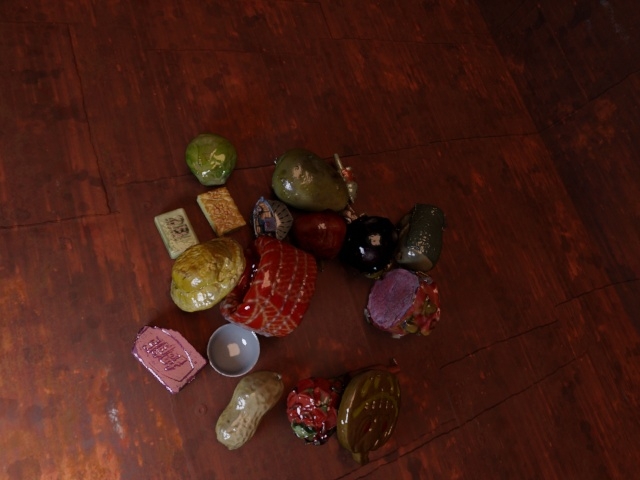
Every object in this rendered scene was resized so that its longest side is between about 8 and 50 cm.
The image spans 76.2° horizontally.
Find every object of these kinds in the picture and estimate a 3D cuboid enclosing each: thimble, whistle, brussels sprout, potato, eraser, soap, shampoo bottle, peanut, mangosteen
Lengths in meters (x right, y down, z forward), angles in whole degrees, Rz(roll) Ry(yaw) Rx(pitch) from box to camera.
[{"bbox_3d":[-0.190,0.167,1.494,0.231,0.350,0.350,29,62,-25],"label":"thimble"},{"bbox_3d":[0.115,-0.289,1.921,0.106,0.102,0.253,-19,84,-19],"label":"whistle"},{"bbox_3d":[-0.447,-0.339,1.668,0.223,0.161,0.223,12,60,-21],"label":"brussels sprout"},{"bbox_3d":[-0.039,-0.251,1.782,0.359,0.219,0.269,21,58,-26],"label":"potato"},{"bbox_3d":[-0.549,-0.029,1.571,0.117,0.058,0.172,-23,82,-28],"label":"eraser"},{"bbox_3d":[-0.532,0.393,1.407,0.250,0.099,0.162,45,68,-2],"label":"soap"},{"bbox_3d":[0.221,0.552,1.673,0.244,0.085,0.085,-8,75,-27],"label":"shampoo bottle"},{"bbox_3d":[-0.254,0.572,1.428,0.291,0.143,0.159,-50,118,-29],"label":"peanut"},{"bbox_3d":[0.206,0.035,1.736,0.233,0.287,0.287,6,69,-13],"label":"mangosteen"}]

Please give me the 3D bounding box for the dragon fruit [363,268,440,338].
[{"bbox_3d":[0.393,0.289,1.737,0.263,0.314,0.296,31,70,-28],"label":"dragon fruit"}]

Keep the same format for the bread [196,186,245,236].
[{"bbox_3d":[-0.402,-0.116,1.658,0.126,0.068,0.188,-27,83,-29],"label":"bread"}]

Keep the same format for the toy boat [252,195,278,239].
[{"bbox_3d":[-0.221,-0.067,1.629,0.100,0.097,0.223,-6,80,-26],"label":"toy boat"}]

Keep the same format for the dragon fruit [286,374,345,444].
[{"bbox_3d":[0.002,0.606,1.500,0.293,0.234,0.233,-17,78,-48],"label":"dragon fruit"}]

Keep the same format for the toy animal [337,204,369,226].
[{"bbox_3d":[0.125,-0.094,1.868,0.179,0.089,0.188,-29,95,-16],"label":"toy animal"}]

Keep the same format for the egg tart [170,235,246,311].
[{"bbox_3d":[-0.421,0.098,1.449,0.128,0.319,0.318,55,50,-46],"label":"egg tart"}]

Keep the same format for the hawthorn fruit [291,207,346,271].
[{"bbox_3d":[0.000,0.000,1.721,0.230,0.210,0.265,-11,109,-9],"label":"hawthorn fruit"}]

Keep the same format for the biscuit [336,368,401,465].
[{"bbox_3d":[0.195,0.654,1.514,0.394,0.070,0.350,19,79,-51],"label":"biscuit"}]

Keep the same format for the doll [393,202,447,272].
[{"bbox_3d":[0.453,-0.016,1.901,0.247,0.247,0.349,31,66,-10],"label":"doll"}]

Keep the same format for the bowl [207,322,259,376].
[{"bbox_3d":[-0.325,0.401,1.494,0.189,0.086,0.188,9,67,-22],"label":"bowl"}]

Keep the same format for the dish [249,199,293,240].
[{"bbox_3d":[-0.214,-0.077,1.724,0.191,0.066,0.190,6,75,-21],"label":"dish"}]
